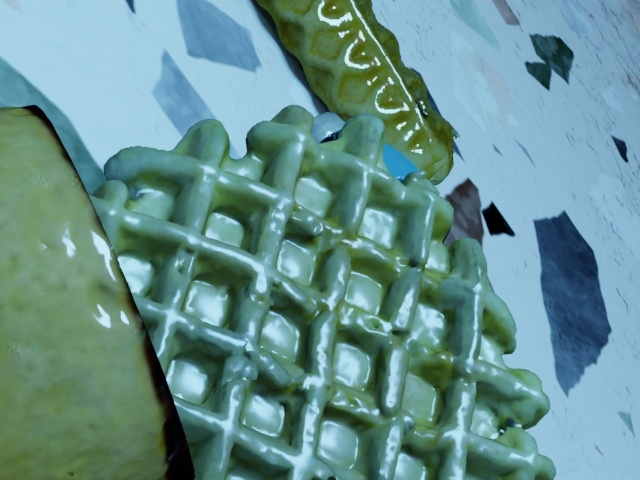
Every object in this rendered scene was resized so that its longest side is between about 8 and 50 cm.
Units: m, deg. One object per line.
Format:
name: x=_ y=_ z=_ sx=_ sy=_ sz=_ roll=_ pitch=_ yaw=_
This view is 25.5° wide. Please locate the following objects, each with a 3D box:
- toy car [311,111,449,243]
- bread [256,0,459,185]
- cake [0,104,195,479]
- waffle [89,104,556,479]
toy car: x=0.000 y=0.000 z=0.979 sx=0.126 sy=0.098 sz=0.161 roll=41 pitch=54 yaw=22
bread: x=-0.007 y=-0.197 z=1.142 sx=0.367 sy=0.084 sz=0.077 roll=58 pitch=-12 yaw=-3
cake: x=-0.166 y=0.055 z=0.605 sx=0.185 sy=0.178 sz=0.207 roll=59 pitch=-12 yaw=29
waffle: x=-0.012 y=0.068 z=0.798 sx=0.292 sy=0.056 sz=0.309 roll=-20 pitch=79 yaw=-32
